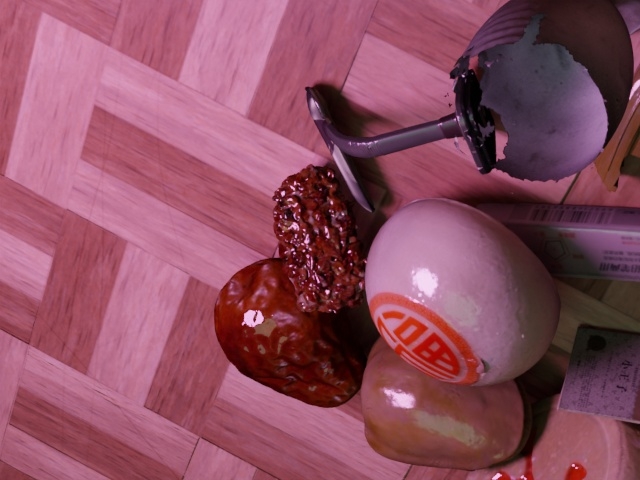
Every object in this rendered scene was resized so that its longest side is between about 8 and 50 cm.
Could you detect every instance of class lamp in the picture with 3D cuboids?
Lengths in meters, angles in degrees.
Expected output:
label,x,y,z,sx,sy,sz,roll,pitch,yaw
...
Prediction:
label,x,y,z,sx,sy,sz,roll,pitch,yaw
lamp,0.114,-0.112,2.068,0.283,0.124,0.203,-5,132,32

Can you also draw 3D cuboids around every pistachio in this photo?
label,x,y,z,sx,sy,sz,roll,pitch,yaw
pistachio,0.183,0.223,2.253,0.261,0.163,0.212,7,93,24

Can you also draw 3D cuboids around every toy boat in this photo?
label,x,y,z,sx,sy,sz,roll,pitch,yaw
toy boat,0.400,-0.141,1.944,0.077,0.057,0.200,23,132,0

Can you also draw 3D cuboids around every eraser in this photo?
label,x,y,z,sx,sy,sz,roll,pitch,yaw
eraser,0.369,0.003,2.065,0.352,0.061,0.089,4,125,24

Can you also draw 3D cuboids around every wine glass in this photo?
label,x,y,z,sx,sy,sz,roll,pitch,yaw
wine glass,0.273,-0.221,1.746,0.191,0.357,0.190,15,132,17

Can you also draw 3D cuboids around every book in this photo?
label,x,y,z,sx,sy,sz,roll,pitch,yaw
book,0.433,0.188,2.125,0.199,0.138,0.016,7,146,21

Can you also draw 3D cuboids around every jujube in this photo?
label,x,y,z,sx,sy,sz,roll,pitch,yaw
jujube,-0.038,0.143,2.302,0.190,0.190,0.255,-27,116,38

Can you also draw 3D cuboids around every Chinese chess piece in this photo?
label,x,y,z,sx,sy,sz,roll,pitch,yaw
Chinese chess piece,0.342,0.375,2.180,0.140,0.338,0.338,36,134,-25

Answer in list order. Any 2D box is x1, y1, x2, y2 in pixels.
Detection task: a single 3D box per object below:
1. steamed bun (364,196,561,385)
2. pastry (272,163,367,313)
label,x,y,z,sx,sy,sz,roll,pitch,yaw
steamed bun,0.175,0.086,2.092,0.283,0.177,0.283,33,155,18
pastry,-0.002,0.000,2.189,0.097,0.115,0.208,-30,77,68
